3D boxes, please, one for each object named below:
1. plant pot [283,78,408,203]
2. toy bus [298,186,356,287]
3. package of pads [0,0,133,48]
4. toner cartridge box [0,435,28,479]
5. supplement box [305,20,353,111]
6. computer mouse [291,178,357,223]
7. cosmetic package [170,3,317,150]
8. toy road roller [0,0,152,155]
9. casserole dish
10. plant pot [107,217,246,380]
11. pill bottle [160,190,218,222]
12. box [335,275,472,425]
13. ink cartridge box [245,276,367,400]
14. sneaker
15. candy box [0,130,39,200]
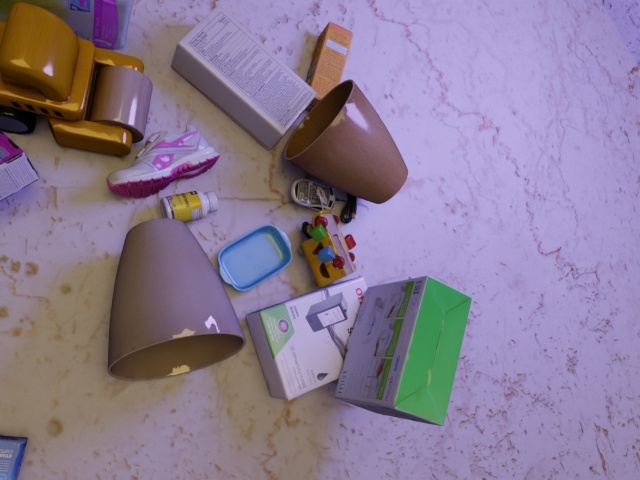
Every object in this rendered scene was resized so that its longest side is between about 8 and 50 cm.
[{"bbox_3d":[0.085,-0.210,1.305,0.254,0.237,0.237,38,66,-21],"label":"plant pot"},{"bbox_3d":[0.003,0.011,1.298,0.191,0.104,0.202,49,26,-38],"label":"toy bus"},{"bbox_3d":[-0.541,-0.492,1.104,0.296,0.229,0.101,-2,84,-25],"label":"package of pads"},{"bbox_3d":[-0.704,0.401,0.910,0.347,0.075,0.165,13,74,-20],"label":"toner cartridge box"},{"bbox_3d":[0.015,-0.448,1.424,0.080,0.078,0.234,19,70,-19],"label":"supplement box"},{"bbox_3d":[0.007,-0.108,1.363,0.193,0.042,0.106,12,78,-27],"label":"computer mouse"},{"bbox_3d":[-0.181,-0.384,1.303,0.309,0.113,0.160,41,65,-10],"label":"cosmetic package"},{"bbox_3d":[-0.502,-0.319,1.073,0.329,0.240,0.203,10,75,-22],"label":"toy road roller"},{"bbox_3d":[-0.153,0.040,1.259,0.188,0.037,0.114,-32,92,-26],"label":"casserole dish"},{"bbox_3d":[-0.304,0.104,1.082,0.256,0.256,0.274,-7,65,-25],"label":"plant pot"},{"bbox_3d":[-0.291,-0.075,1.209,0.116,0.065,0.065,-15,84,-27],"label":"pill bottle"},{"bbox_3d":[0.163,0.223,1.121,0.126,0.231,0.262,26,68,-20],"label":"box"},{"bbox_3d":[-0.004,0.217,1.239,0.272,0.114,0.198,-17,86,-27],"label":"ink cartridge box"},{"bbox_3d":[-0.353,-0.177,1.193,0.252,0.103,0.111,-28,86,-33],"label":"sneaker"},{"bbox_3d":[-0.671,-0.110,1.002,0.159,0.071,0.233,34,59,31],"label":"candy box"}]
